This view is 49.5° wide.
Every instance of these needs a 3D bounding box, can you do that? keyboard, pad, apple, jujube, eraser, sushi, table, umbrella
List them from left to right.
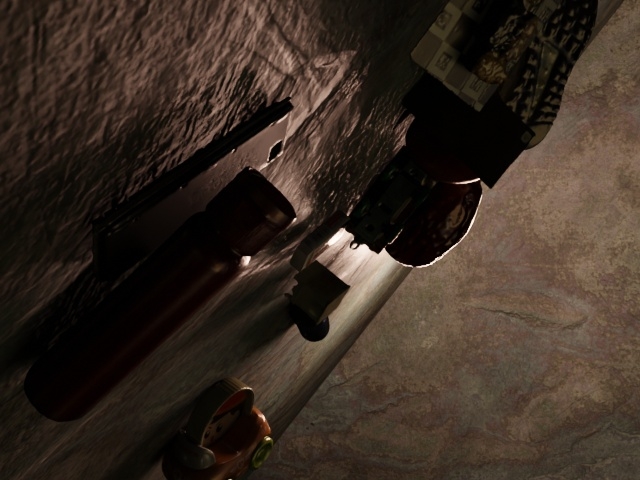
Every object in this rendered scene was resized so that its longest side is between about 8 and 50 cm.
[{"bbox_3d":[-0.107,-0.049,0.613,0.230,0.025,0.094,-41,164,-35],"label":"keyboard"},{"bbox_3d":[-0.007,0.093,1.264,0.079,0.083,0.062,-35,160,-49],"label":"table"},{"bbox_3d":[0.000,0.000,1.140,0.122,0.029,0.052,-40,164,-38],"label":"eraser"},{"bbox_3d":[0.148,-0.217,1.064,0.122,0.022,0.013,-45,-163,26],"label":"umbrella"},{"bbox_3d":[0.228,-0.064,1.455,0.243,0.183,0.183,-46,171,24],"label":"jujube"},{"bbox_3d":[0.220,-0.168,1.132,0.158,0.156,0.147,-30,-164,45],"label":"apple"},{"bbox_3d":[0.224,-0.182,1.040,0.116,0.193,0.004,-50,-170,-8],"label":"pad"},{"bbox_3d":[0.249,-0.285,0.932,0.192,0.050,0.215,22,109,-47],"label":"sushi"}]

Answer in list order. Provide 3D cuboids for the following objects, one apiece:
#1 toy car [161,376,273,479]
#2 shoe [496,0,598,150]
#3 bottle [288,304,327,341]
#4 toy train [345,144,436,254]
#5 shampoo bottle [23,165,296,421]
[{"bbox_3d":[-0.201,0.368,1.337,0.235,0.145,0.235,-42,145,-38],"label":"toy car"},{"bbox_3d":[0.353,-0.335,1.196,0.171,0.132,0.337,-120,-140,-64],"label":"shoe"},{"bbox_3d":[-0.016,0.161,1.460,0.082,0.072,0.244,-27,165,-4],"label":"bottle"},{"bbox_3d":[0.130,-0.074,1.255,0.228,0.091,0.136,-53,178,11],"label":"toy train"},{"bbox_3d":[-0.134,0.045,0.590,0.260,0.064,0.102,-42,-178,11],"label":"shampoo bottle"}]
